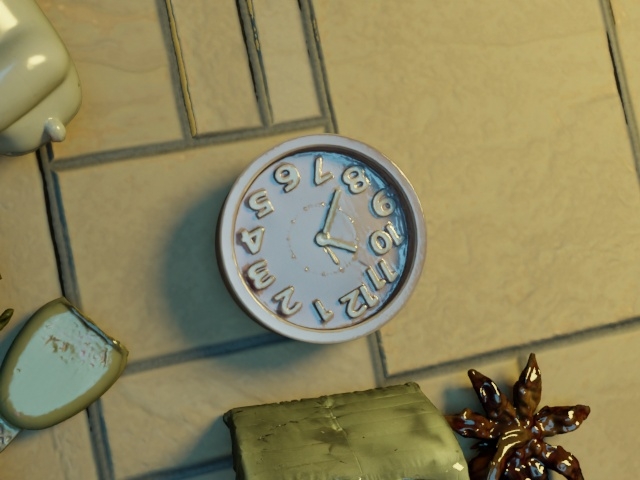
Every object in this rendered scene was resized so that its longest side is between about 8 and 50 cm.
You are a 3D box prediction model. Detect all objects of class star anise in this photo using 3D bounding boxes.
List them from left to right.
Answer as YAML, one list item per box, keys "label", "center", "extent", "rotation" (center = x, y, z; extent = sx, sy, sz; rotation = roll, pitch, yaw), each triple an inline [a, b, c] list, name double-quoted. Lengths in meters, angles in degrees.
- label: "star anise"
  center: [0.195, 0.193, 0.779]
  extent: [0.168, 0.057, 0.167]
  rotation: [3, 79, -17]

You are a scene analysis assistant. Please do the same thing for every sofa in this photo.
- label: "sofa"
  center: [0.023, 0.264, 0.704]
  extent: [0.210, 0.176, 0.225]
  rotation: [-8, 101, -10]

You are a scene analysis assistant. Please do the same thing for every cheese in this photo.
- label: "cheese"
  center: [-0.266, 0.145, 0.705]
  extent: [0.097, 0.037, 0.192]
  rotation: [42, 79, -4]

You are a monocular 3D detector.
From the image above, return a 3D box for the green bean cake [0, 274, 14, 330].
- label: "green bean cake"
  center: [-0.419, 0.040, 0.564]
  extent: [0.310, 0.285, 0.202]
  rotation: [-25, 86, -12]

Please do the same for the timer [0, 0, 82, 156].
- label: "timer"
  center: [-0.325, -0.200, 0.632]
  extent: [0.291, 0.291, 0.315]
  rotation: [-41, 114, -11]

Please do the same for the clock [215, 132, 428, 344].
- label: "clock"
  center: [0.000, 0.000, 0.750]
  extent: [0.197, 0.068, 0.196]
  rotation: [1, 86, -11]
